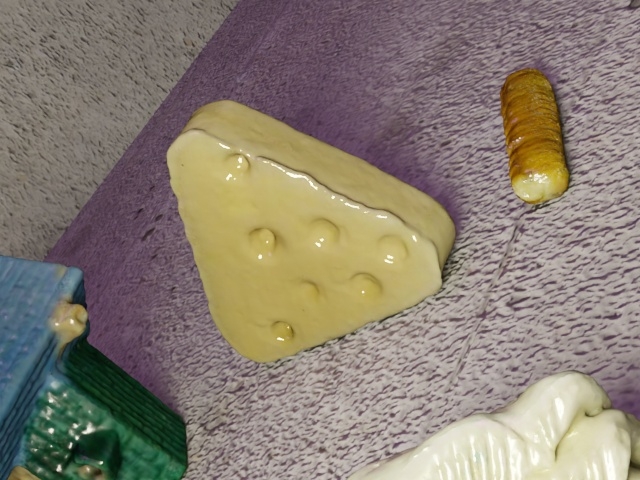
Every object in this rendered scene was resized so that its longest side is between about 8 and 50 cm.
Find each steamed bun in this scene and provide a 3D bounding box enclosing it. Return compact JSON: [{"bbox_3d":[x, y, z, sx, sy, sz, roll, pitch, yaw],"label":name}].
[{"bbox_3d":[0.155,0.257,0.799,0.280,0.268,0.207,-29,-12,1],"label":"steamed bun"}]

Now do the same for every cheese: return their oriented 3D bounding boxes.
[{"bbox_3d":[0.000,-0.001,1.407,0.384,0.384,0.104,-27,23,37],"label":"cheese"}]

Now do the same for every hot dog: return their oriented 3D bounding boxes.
[{"bbox_3d":[0.274,-0.146,1.406,0.083,0.068,0.289,-28,28,22],"label":"hot dog"}]

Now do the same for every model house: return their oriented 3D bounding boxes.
[{"bbox_3d":[-0.402,0.259,1.493,0.343,0.382,0.334,-26,31,42],"label":"model house"}]
